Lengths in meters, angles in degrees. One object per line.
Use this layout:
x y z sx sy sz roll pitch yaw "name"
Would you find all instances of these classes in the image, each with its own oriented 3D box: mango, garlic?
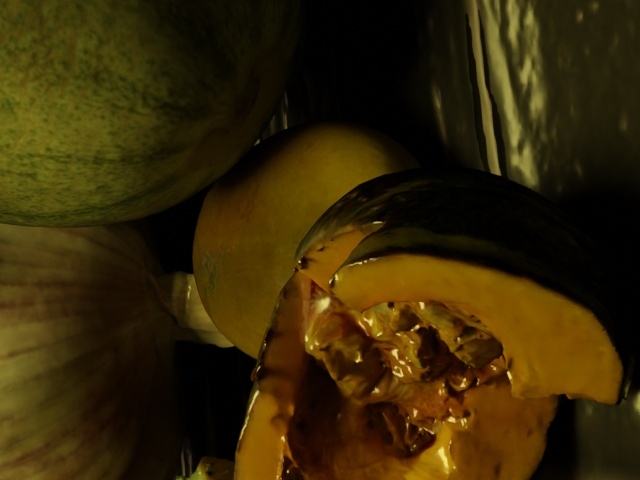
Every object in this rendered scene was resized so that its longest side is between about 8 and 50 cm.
0.000 0.000 0.707 0.161 0.076 0.103 -23 71 60 "mango"
-0.117 0.039 0.869 0.253 0.245 0.245 -13 83 28 "garlic"

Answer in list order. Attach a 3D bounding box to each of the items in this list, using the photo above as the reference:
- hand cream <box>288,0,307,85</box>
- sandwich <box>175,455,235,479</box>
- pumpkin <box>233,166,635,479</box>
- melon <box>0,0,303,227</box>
-0.032 -0.202 0.752 0.088 0.055 0.256 34 129 45 "hand cream"
-0.004 0.209 0.758 0.090 0.088 0.244 -56 42 42 "sandwich"
0.040 0.038 0.587 0.108 0.119 0.183 -70 7 -45 "pumpkin"
-0.157 -0.140 0.704 0.329 0.248 0.249 32 133 16 "melon"
